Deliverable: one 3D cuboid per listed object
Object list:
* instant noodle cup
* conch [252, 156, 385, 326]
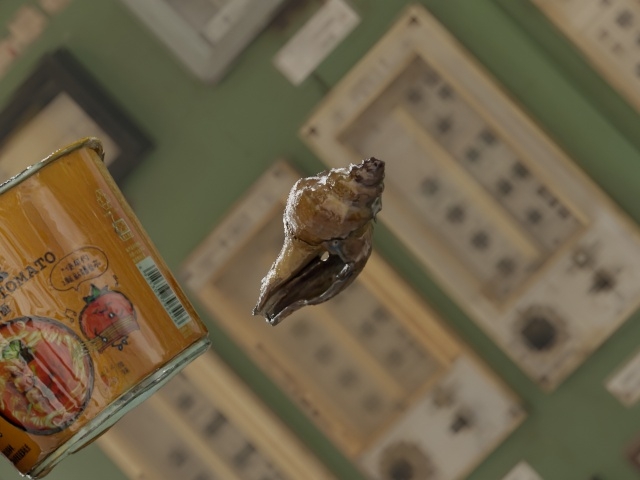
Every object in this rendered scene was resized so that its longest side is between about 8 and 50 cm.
[{"bbox_3d":[-0.191,0.055,1.340,0.216,0.172,0.216,-38,-2,-2],"label":"instant noodle cup"},{"bbox_3d":[0.006,-0.002,1.688,0.080,0.086,0.232,-38,-24,-34],"label":"conch"}]
